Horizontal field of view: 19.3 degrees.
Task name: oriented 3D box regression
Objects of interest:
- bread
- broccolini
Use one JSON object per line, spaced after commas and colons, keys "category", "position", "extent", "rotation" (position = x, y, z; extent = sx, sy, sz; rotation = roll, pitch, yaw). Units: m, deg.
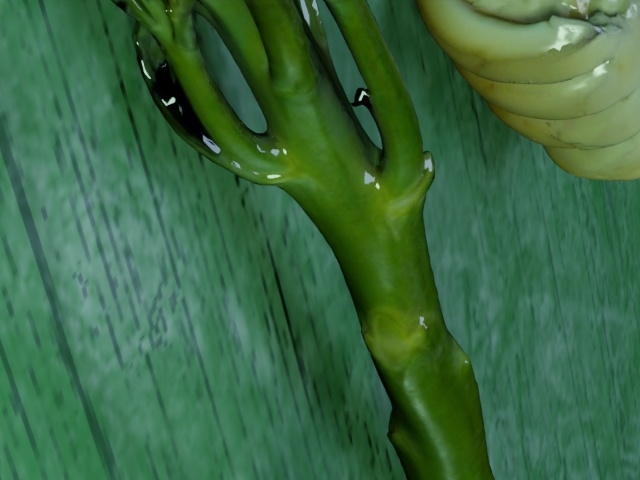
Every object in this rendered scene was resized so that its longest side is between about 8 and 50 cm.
{"category": "bread", "position": [0.092, -0.092, 0.687], "extent": [0.177, 0.084, 0.119], "rotation": [43, 55, -57]}
{"category": "broccolini", "position": [0.005, -0.002, 0.571], "extent": [0.392, 0.078, 0.074], "rotation": [71, 22, -48]}
